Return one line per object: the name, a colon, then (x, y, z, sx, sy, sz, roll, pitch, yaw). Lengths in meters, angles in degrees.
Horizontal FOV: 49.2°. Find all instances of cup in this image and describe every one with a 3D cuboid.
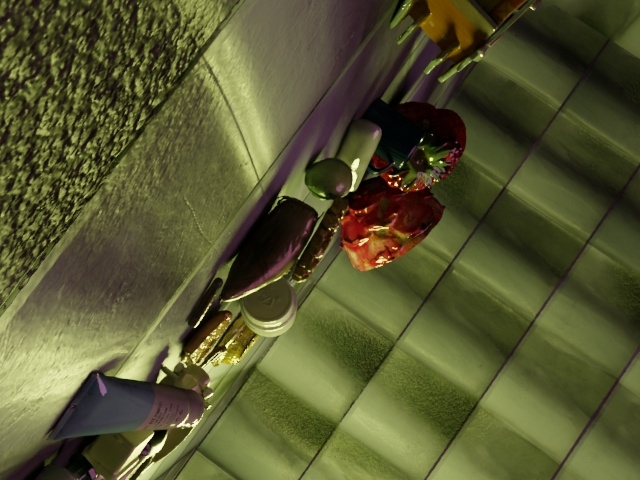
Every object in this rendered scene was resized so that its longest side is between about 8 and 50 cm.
cup: (0.151, -0.232, 1.629, 0.150, 0.138, 0.113, -56, 174, 17)

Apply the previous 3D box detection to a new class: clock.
clock: (-0.335, 0.373, 1.329, 0.276, 0.120, 0.379, -53, 175, 18)

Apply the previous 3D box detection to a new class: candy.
candy: (0.013, -0.124, 1.512, 0.093, 0.092, 0.335, -46, -177, -1)

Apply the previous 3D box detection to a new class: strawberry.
strawberry: (0.264, -0.271, 1.934, 0.288, 0.250, 0.238, -97, -151, -59)

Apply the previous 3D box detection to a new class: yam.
yam: (-0.210, 0.113, 1.275, 0.116, 0.021, 0.021, -55, 175, 22)

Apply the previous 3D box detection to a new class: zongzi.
zongzi: (-0.100, 0.020, 1.280, 0.197, 0.099, 0.194, -39, 165, -54)

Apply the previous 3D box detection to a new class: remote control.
remote control: (0.076, -0.183, 1.561, 0.229, 0.073, 0.044, 114, -7, -51)

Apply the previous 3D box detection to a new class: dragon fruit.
dragon fruit: (0.202, -0.090, 2.299, 0.371, 0.249, 0.386, -28, -160, 24)

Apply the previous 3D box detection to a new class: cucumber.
cucumber: (-0.092, 0.104, 2.048, 0.111, 0.064, 0.064, -56, 175, -6)

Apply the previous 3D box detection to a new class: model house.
model house: (0.258, -0.445, 1.165, 0.313, 0.242, 0.357, -37, -170, 43)

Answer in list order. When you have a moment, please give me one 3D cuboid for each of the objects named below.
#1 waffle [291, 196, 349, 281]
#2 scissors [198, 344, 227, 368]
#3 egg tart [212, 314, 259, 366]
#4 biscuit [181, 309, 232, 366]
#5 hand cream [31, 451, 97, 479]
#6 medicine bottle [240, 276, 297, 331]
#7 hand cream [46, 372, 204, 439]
waffle: (0.001, -0.002, 1.354, 0.191, 0.038, 0.191, -59, 180, 1)
scissors: (-0.296, 0.309, 1.545, 0.220, 0.017, 0.088, -42, 174, 0)
egg tart: (-0.223, 0.274, 1.900, 0.191, 0.074, 0.191, -53, 177, -4)
biscuit: (-0.242, 0.205, 1.485, 0.144, 0.033, 0.224, -51, 177, -17)
hand cream: (-0.450, 0.420, 0.947, 0.336, 0.076, 0.121, -40, 165, -43)
medicine bottle: (-0.123, 0.151, 1.653, 0.139, 0.139, 0.237, -53, 173, -11)
hand cream: (-0.290, 0.258, 1.080, 0.111, 0.070, 0.312, -54, 154, -1)
